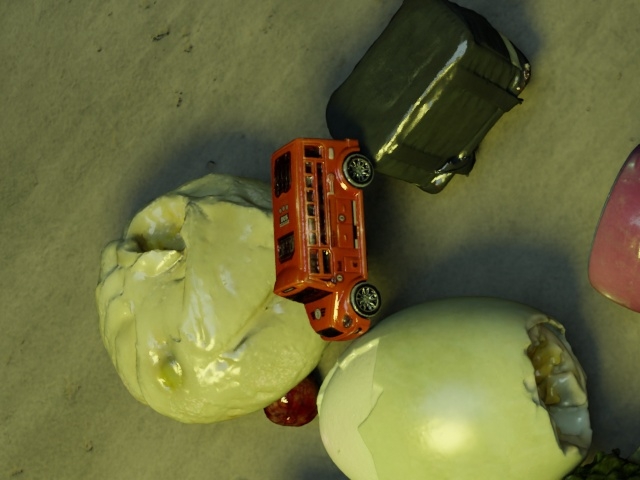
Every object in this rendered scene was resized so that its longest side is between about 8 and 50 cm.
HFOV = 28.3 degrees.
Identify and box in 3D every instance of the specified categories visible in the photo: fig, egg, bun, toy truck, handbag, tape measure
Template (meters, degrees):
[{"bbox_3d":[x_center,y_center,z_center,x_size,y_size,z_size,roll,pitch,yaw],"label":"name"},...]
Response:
[{"bbox_3d":[-0.040,0.197,1.787,0.089,0.089,0.125,-9,54,20],"label":"fig"},{"bbox_3d":[0.157,0.215,1.592,0.336,0.278,0.278,-18,77,23],"label":"egg"},{"bbox_3d":[-0.154,0.063,1.734,0.365,0.219,0.365,-12,59,21],"label":"bun"},{"bbox_3d":[0.000,0.000,1.614,0.107,0.114,0.252,-25,64,59],"label":"toy truck"},{"bbox_3d":[0.143,-0.196,1.701,0.254,0.181,0.181,-53,51,16],"label":"handbag"},{"bbox_3d":[0.431,-0.026,1.544,0.149,0.231,0.245,23,96,22],"label":"tape measure"}]

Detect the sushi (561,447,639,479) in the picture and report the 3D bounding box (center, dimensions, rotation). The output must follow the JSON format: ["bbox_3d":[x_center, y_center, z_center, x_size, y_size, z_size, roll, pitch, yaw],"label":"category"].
[{"bbox_3d":[0.382,0.403,1.393,0.178,0.352,0.294,-39,102,-14],"label":"sushi"}]

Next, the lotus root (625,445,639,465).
[{"bbox_3d":[0.541,0.300,1.450,0.250,0.250,0.346,-47,65,10],"label":"lotus root"}]
